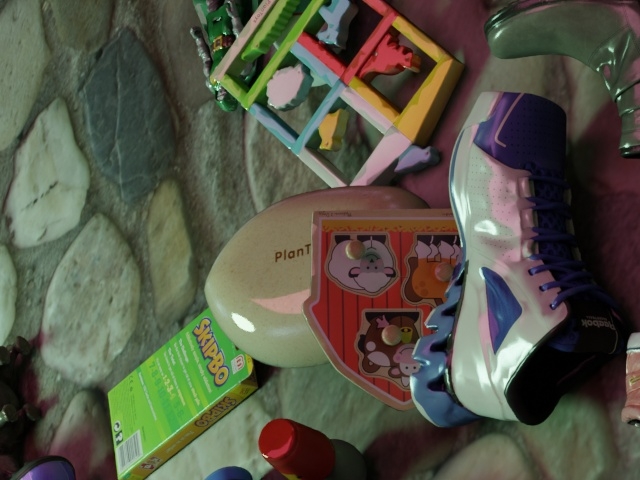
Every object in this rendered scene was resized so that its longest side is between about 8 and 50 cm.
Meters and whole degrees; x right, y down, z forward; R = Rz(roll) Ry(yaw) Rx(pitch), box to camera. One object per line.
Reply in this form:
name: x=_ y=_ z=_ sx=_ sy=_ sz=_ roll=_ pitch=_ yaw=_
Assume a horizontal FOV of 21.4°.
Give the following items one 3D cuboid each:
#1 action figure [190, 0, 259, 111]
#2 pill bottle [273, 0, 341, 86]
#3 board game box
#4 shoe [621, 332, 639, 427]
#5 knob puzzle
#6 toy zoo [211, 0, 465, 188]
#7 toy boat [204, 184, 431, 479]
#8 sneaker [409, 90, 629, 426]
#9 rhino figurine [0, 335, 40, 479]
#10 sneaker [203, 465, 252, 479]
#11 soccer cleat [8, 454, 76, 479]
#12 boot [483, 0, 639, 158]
action figure: x=-0.117 y=-0.264 z=2.118 sx=0.137 sy=0.063 sz=0.232 roll=-26 pitch=57 yaw=38
pill bottle: x=-0.012 y=-0.264 z=1.959 sx=0.087 sy=0.087 sz=0.160 roll=-22 pitch=57 yaw=45
board game box: x=-0.158 y=0.169 z=1.978 sx=0.259 sy=0.039 sz=0.124 roll=-42 pitch=45 yaw=35
shoe: x=0.318 y=0.117 z=1.391 sx=0.178 sy=0.063 sz=0.081 roll=-8 pitch=68 yaw=55
knob puzzle: x=0.079 y=0.065 z=1.618 sx=0.030 sy=0.213 sz=0.213 roll=138 pitch=147 yaw=-79
toy zoo: x=0.029 y=-0.171 z=1.841 sx=0.293 sy=0.030 sz=0.192 roll=43 pitch=104 yaw=29
toy boat: x=0.003 y=0.103 z=1.724 sx=0.267 sy=0.148 sz=0.318 roll=-8 pitch=63 yaw=30
sneaker: x=0.203 y=0.031 z=1.536 sx=0.182 sy=0.127 sz=0.315 roll=10 pitch=88 yaw=49
rhino figurine: x=-0.426 y=0.248 z=2.245 sx=0.106 sy=0.073 sz=0.243 roll=-37 pitch=49 yaw=30
sneaker: x=-0.143 y=0.351 z=1.833 sx=0.232 sy=0.081 sz=0.090 roll=-53 pitch=33 yaw=19
soccer cleat: x=-0.366 y=0.413 z=2.070 sx=0.116 sy=0.108 sz=0.318 roll=41 pitch=110 yaw=46
boot: x=0.263 y=-0.147 z=1.500 sx=0.246 sy=0.083 sz=0.161 roll=-9 pitch=81 yaw=29
